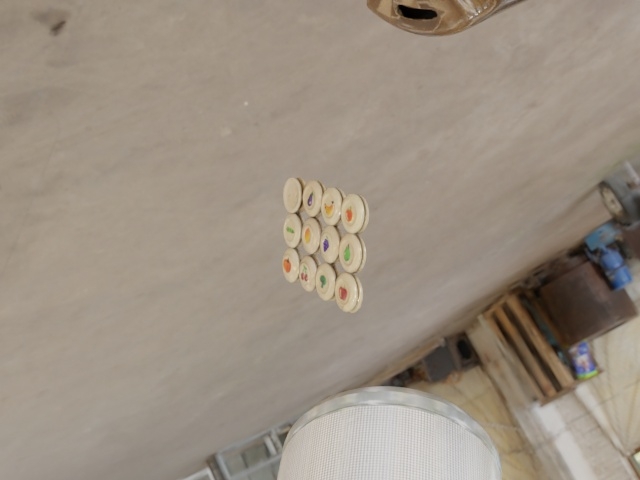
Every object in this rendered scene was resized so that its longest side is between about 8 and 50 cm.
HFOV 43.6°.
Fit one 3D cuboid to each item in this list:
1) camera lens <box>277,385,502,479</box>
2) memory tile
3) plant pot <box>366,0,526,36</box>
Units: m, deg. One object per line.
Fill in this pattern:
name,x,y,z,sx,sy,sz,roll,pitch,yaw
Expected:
camera lens,0.057,0.288,0.723,0.219,0.219,0.274,-37,-156,30
memory tile,0.000,0.000,0.777,0.012,0.113,0.148,-2,-167,-30
plant pot,0.096,-0.195,0.410,0.165,0.167,0.167,-35,169,-29
